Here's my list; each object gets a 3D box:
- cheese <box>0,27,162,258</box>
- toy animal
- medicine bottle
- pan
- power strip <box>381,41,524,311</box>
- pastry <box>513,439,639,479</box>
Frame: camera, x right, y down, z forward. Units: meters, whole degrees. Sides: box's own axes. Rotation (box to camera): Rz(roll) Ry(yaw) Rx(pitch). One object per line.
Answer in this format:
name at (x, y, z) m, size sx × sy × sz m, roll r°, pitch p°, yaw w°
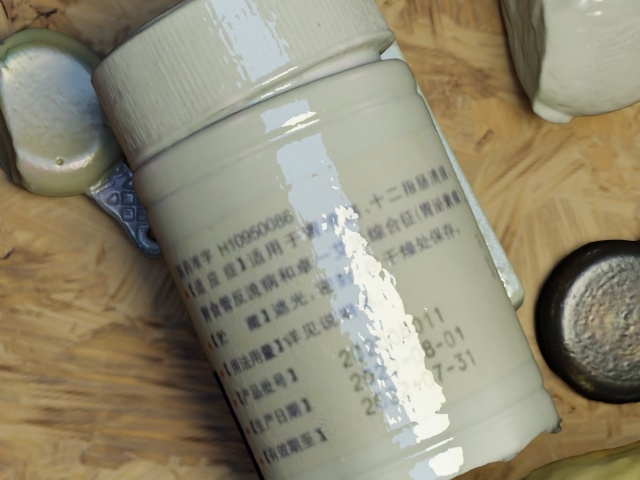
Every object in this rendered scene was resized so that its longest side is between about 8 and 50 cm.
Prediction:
cheese at (-0.162, -0.058, 1.272) m, size 0.092 × 0.047 × 0.171 m, roll -23°, pitch 87°, yaw -11°
toy animal at (0.253, -0.186, 1.319) m, size 0.282 × 0.140 × 0.138 m, roll -24°, pitch 95°, yaw -9°
medicine bottle at (0.000, 0.000, 1.215) m, size 0.190 × 0.190 × 0.332 m, roll -23°, pitch 88°, yaw -12°
pan at (0.231, 0.014, 1.334) m, size 0.115 × 0.040 × 0.212 m, roll 33°, pitch 79°, yaw -9°
power strip at (0.062, -0.047, 1.318) m, size 0.060 × 0.027 × 0.252 m, roll -27°, pitch 87°, yaw -12°
pastry at (0.245, 0.278, 1.124) m, size 0.389 × 0.388 × 0.312 m, roll -7°, pitch 65°, yaw -11°
